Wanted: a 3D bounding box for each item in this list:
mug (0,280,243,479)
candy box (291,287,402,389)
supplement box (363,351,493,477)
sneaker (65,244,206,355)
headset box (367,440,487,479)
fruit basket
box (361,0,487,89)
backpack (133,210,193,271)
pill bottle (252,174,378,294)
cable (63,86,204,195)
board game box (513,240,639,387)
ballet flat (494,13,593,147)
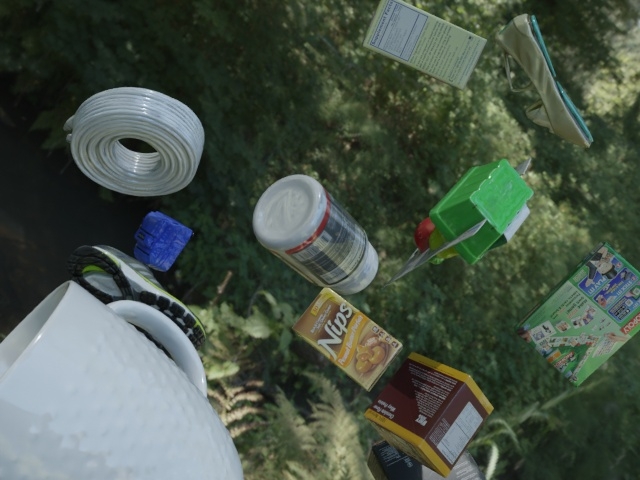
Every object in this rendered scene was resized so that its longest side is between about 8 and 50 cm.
[{"bbox_3d":[-0.260,0.230,0.822,0.328,0.276,0.374,44,29,-19],"label":"mug"},{"bbox_3d":[0.086,0.316,2.076,0.316,0.183,0.087,37,-9,16],"label":"candy box"},{"bbox_3d":[0.244,0.390,1.461,0.191,0.194,0.129,14,-33,55],"label":"supplement box"},{"bbox_3d":[-0.339,0.104,1.247,0.300,0.111,0.121,43,13,-10],"label":"sneaker"},{"bbox_3d":[0.305,0.666,1.768,0.283,0.246,0.131,57,-24,35],"label":"headset box"},{"bbox_3d":[0.329,-0.026,1.531,0.165,0.353,0.327,45,52,3],"label":"fruit basket"},{"bbox_3d":[0.225,-0.448,1.462,0.242,0.117,0.213,23,17,-5],"label":"box"},{"bbox_3d":[-0.372,0.002,1.465,0.098,0.120,0.101,28,-1,43],"label":"backpack"},{"bbox_3d":[0.000,0.000,1.697,0.363,0.210,0.210,42,13,-50],"label":"pill bottle"},{"bbox_3d":[-0.364,-0.192,1.284,0.257,0.257,0.089,28,47,-31],"label":"cable"},{"bbox_3d":[0.682,0.188,1.630,0.213,0.317,0.046,42,14,2],"label":"board game box"},{"bbox_3d":[0.362,-0.248,1.058,0.248,0.086,0.086,58,14,-15],"label":"ballet flat"}]
